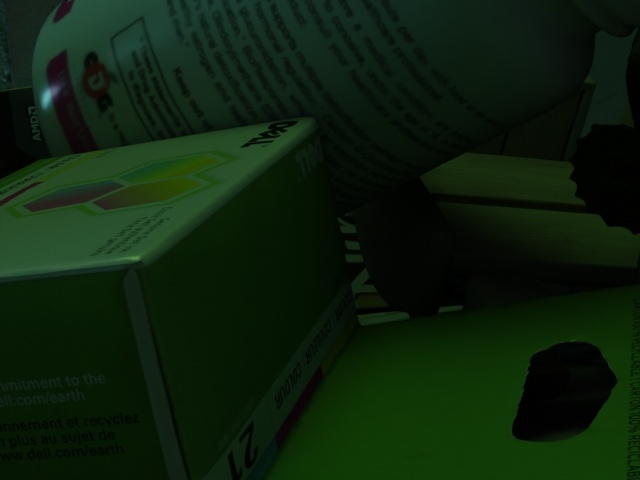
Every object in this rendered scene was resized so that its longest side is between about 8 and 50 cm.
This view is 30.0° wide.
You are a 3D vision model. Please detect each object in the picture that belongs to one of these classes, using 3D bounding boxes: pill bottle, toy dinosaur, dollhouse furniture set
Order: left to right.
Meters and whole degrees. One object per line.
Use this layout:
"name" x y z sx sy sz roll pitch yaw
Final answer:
"pill bottle" 0.021 -0.105 0.538 0.283 0.160 0.160 -27 -8 29
"dollhouse furniture set" 0.159 0.032 0.704 0.303 0.173 0.355 4 28 -15
"toy dinosaur" 0.211 -0.078 0.604 0.121 0.160 0.313 25 23 27

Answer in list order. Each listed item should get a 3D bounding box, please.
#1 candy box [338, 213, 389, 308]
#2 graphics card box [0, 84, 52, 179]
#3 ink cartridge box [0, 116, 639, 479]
"candy box" 0.060 -0.002 0.959 0.187 0.109 0.053 -6 3 27
"graphics card box" -0.389 -0.002 1.072 0.371 0.232 0.094 -8 -2 -8
"ink cartridge box" -0.016 0.019 0.410 0.255 0.097 0.189 -8 15 18
